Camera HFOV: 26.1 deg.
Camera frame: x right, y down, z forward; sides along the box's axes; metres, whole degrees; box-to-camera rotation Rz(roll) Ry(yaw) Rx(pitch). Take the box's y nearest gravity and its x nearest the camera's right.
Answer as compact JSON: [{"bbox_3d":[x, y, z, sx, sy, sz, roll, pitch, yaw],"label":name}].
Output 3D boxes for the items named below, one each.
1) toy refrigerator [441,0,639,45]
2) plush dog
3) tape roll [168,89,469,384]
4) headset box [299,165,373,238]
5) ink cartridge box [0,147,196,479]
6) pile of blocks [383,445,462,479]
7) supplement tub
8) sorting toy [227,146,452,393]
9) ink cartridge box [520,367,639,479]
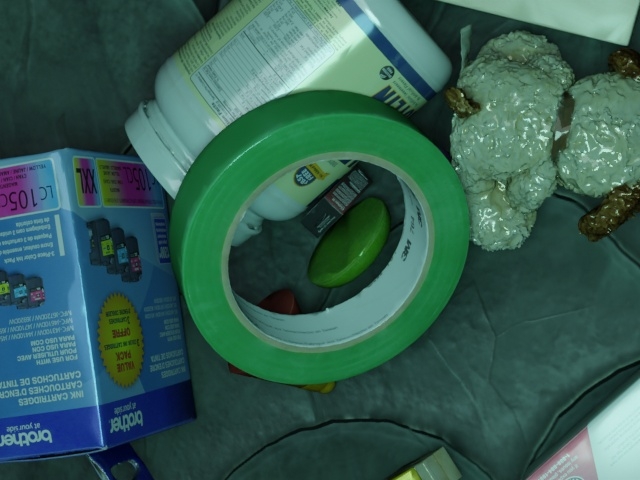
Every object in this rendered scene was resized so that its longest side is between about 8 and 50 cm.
[{"bbox_3d":[0.236,-0.303,1.586,0.269,0.094,0.102,15,100,12],"label":"toy refrigerator"},{"bbox_3d":[0.260,-0.122,1.497,0.225,0.210,0.263,7,78,17],"label":"plush dog"},{"bbox_3d":[0.000,0.000,1.486,0.321,0.077,0.321,-8,118,-15],"label":"tape roll"},{"bbox_3d":[0.017,-0.044,1.626,0.032,0.083,0.062,43,138,-2],"label":"headset box"},{"bbox_3d":[-0.273,0.102,1.606,0.151,0.270,0.396,-7,89,17],"label":"ink cartridge box"},{"bbox_3d":[0.019,0.383,1.607,0.362,0.149,0.113,-34,85,10],"label":"pile of blocks"},{"bbox_3d":[-0.038,-0.172,1.571,0.325,0.235,0.235,-41,82,10],"label":"supplement tub"},{"bbox_3d":[0.053,0.052,1.639,0.126,0.127,0.365,41,97,-21],"label":"sorting toy"},{"bbox_3d":[0.392,0.308,1.542,0.207,0.117,0.283,-43,82,9],"label":"ink cartridge box"}]
